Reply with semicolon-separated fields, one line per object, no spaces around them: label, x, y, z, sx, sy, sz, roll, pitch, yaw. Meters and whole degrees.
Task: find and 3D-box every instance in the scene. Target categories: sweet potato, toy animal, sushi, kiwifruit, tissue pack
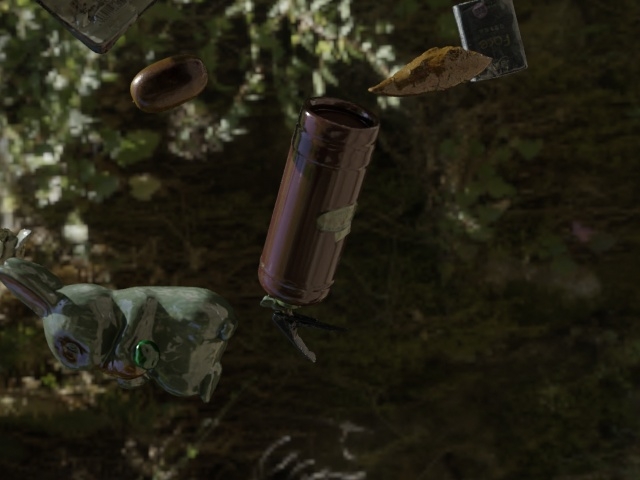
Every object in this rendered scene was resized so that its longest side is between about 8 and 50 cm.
sweet potato;0.167;-0.256;1.656;0.068;0.205;0.060;71;165;-9
toy animal;-0.199;0.087;1.064;0.138;0.236;0.108;-59;-21;-77
sushi;-0.632;0.032;2.013;0.109;0.272;0.134;48;-153;-67
kiwifruit;-0.234;-0.242;1.674;0.075;0.124;0.075;63;179;2
tissue pack;0.332;-0.397;2.119;0.051;0.112;0.156;-131;26;-82

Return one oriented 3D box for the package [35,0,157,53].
package;-0.310;-0.356;1.351;0.154;0.239;0.030;-48;1;-19

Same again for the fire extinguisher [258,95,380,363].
fire extinguisher;0.000;0.000;1.367;0.102;0.138;0.344;-62;-12;-63
